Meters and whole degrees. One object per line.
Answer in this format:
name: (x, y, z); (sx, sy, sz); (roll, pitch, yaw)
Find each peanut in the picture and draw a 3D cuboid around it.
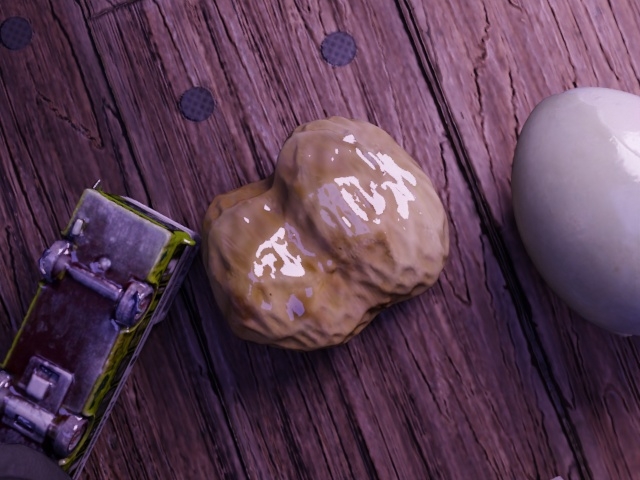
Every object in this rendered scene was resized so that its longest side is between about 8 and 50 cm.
peanut: (0.000, 0.000, 0.951); (0.233, 0.110, 0.196); (-38, 88, 3)

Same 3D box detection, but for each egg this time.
egg: (0.259, -0.035, 0.886); (0.183, 0.183, 0.217); (-32, 93, 3)

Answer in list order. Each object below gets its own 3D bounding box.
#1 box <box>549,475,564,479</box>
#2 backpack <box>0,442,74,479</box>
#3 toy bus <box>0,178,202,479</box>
box: (0.235, 0.343, 0.854); (0.106, 0.203, 0.251); (-30, 83, 3)
backpack: (-0.350, 0.326, 0.828); (0.446, 0.363, 0.254); (-23, 49, 4)
toy bus: (-0.226, 0.101, 0.961); (0.113, 0.139, 0.301); (29, 97, 8)
